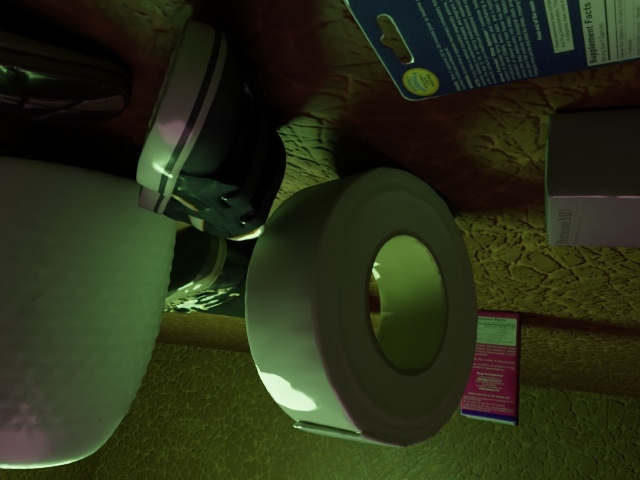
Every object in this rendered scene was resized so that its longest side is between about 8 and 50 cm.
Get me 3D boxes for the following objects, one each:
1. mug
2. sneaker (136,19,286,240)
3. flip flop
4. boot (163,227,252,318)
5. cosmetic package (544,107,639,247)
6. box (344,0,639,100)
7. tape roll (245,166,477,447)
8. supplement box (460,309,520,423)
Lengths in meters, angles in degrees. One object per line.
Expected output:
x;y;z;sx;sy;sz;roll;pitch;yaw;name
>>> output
-0.369;0.087;0.702;0.276;0.328;0.374;11;173;-43;mug
-0.086;-0.076;0.470;0.127;0.126;0.321;19;171;-16;sneaker
-0.280;-0.158;0.404;0.277;0.080;0.112;5;164;-42;flip flop
-0.182;0.093;1.022;0.284;0.138;0.377;21;153;-32;boot
0.306;-0.047;0.432;0.230;0.086;0.117;-1;159;23;cosmetic package
0.131;-0.144;0.295;0.225;0.037;0.136;-3;158;29;box
0.058;0.070;0.579;0.100;0.287;0.286;-9;155;43;tape roll
0.365;0.267;1.136;0.113;0.220;0.111;2;160;23;supplement box
